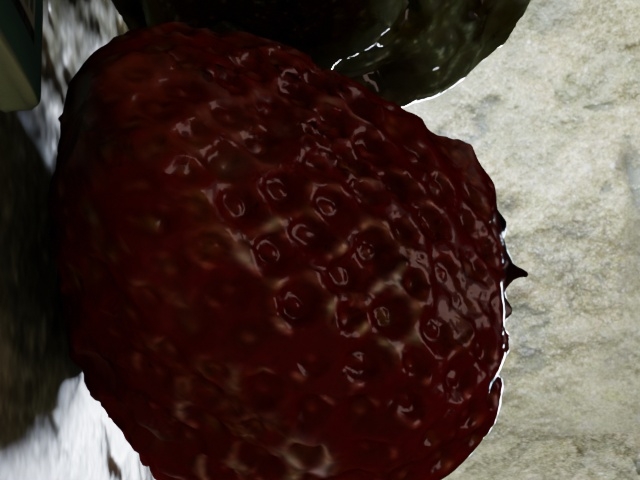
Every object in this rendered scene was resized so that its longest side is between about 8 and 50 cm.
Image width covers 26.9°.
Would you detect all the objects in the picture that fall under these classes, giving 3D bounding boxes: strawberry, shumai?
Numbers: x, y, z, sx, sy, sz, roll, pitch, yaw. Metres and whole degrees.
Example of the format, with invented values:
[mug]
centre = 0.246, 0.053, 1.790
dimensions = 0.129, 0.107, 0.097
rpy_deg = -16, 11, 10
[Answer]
[strawberry]
centre = -0.042, 0.023, 0.804
dimensions = 0.292, 0.309, 0.292
rpy_deg = -46, -146, 44
[shumai]
centre = -0.002, -0.245, 0.853
dimensions = 0.288, 0.329, 0.292
rpy_deg = 103, 1, -65

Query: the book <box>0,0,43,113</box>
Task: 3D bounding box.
[book]
centre = -0.165, -0.284, 0.614
dimensions = 0.264, 0.031, 0.379
rpy_deg = 79, 8, -68
